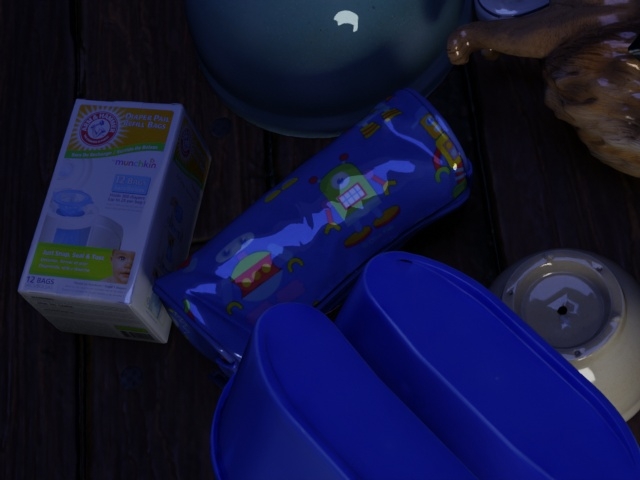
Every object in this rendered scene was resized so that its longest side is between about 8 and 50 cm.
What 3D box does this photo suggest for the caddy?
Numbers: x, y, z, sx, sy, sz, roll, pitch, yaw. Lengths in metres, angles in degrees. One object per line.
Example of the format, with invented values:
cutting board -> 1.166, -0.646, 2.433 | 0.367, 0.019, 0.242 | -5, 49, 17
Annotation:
caddy -> 0.073, 0.174, 0.906 | 0.241, 0.179, 0.341 | -23, 56, -36

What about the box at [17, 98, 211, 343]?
box -> -0.186, -0.020, 1.129 | 0.114, 0.103, 0.203 | 6, 66, 15

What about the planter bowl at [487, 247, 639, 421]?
planter bowl -> 0.201, 0.071, 0.995 | 0.162, 0.109, 0.162 | -5, 64, 10

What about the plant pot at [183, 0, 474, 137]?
plant pot -> -0.008, -0.274, 1.158 | 0.293, 0.196, 0.293 | -5, 63, 10

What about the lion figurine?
lion figurine -> 0.250, -0.253, 1.049 | 0.240, 0.142, 0.392 | 7, 99, 31

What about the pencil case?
pencil case -> 0.000, 0.000, 1.068 | 0.306, 0.119, 0.133 | -39, 67, -7

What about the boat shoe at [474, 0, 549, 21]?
boat shoe -> 0.249, -0.313, 1.178 | 0.267, 0.088, 0.096 | -40, 63, -8

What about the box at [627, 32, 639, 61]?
box -> 0.480, -0.155, 0.857 | 0.395, 0.212, 0.293 | 33, 98, -1
